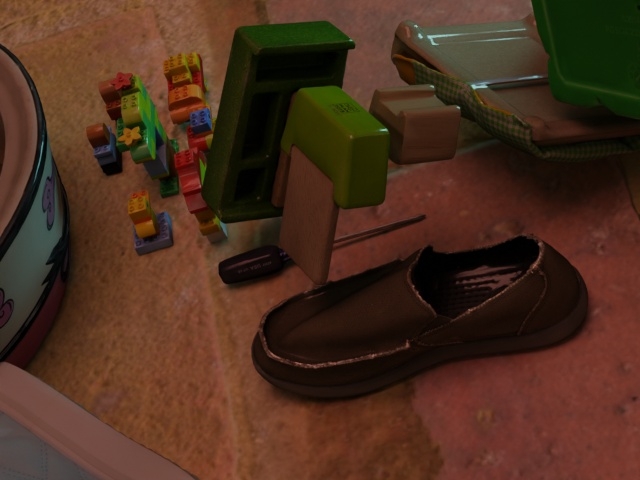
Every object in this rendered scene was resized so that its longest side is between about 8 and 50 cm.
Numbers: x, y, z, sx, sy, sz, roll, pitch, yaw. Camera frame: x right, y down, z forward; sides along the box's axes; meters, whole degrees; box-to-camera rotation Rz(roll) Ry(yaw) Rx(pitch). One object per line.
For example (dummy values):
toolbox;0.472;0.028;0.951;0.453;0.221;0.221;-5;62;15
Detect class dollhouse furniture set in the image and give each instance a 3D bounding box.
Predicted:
dollhouse furniture set;0.092;-0.066;1.332;0.301;0.151;0.197;-8;34;-30

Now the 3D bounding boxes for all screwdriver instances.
screwdriver;0.000;0.000;1.367;0.170;0.024;0.025;-21;76;2

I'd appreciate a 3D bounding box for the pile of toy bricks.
pile of toy bricks;-0.144;-0.094;1.444;0.118;0.105;0.212;-16;47;8

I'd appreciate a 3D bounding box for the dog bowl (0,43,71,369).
dog bowl;-0.388;0.012;1.421;0.408;0.150;0.408;-11;49;13

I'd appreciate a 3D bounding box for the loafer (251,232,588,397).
loafer;0.064;0.042;1.259;0.251;0.087;0.094;-15;48;9

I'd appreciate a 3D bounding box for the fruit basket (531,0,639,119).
fruit basket;0.369;-0.195;1.182;0.392;0.283;0.392;-14;19;5

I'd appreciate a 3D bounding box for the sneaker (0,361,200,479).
sneaker;-0.145;0.218;1.178;0.366;0.135;0.150;23;70;44
